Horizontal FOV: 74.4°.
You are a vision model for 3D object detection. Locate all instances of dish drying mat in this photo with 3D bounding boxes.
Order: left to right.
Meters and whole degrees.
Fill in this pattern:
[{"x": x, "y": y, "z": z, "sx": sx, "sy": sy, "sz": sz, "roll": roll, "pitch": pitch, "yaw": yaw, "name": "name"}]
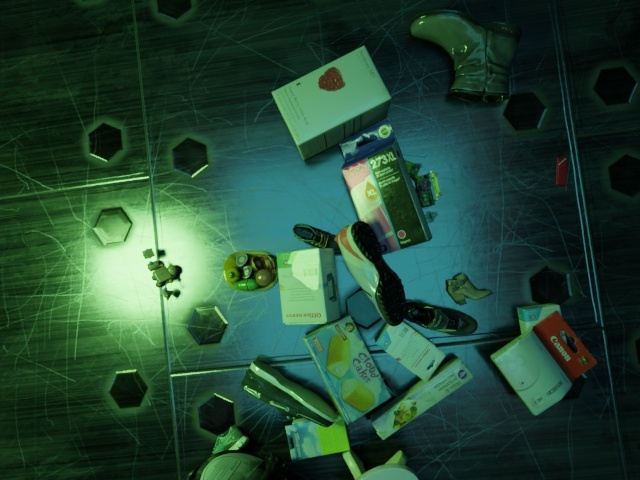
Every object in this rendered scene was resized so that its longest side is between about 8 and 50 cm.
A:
[{"x": 0.728, "y": -0.209, "z": 1.273, "sx": 0.032, "sy": 0.008, "sz": 0.084, "roll": 4, "pitch": 88, "yaw": 3, "name": "dish drying mat"}]

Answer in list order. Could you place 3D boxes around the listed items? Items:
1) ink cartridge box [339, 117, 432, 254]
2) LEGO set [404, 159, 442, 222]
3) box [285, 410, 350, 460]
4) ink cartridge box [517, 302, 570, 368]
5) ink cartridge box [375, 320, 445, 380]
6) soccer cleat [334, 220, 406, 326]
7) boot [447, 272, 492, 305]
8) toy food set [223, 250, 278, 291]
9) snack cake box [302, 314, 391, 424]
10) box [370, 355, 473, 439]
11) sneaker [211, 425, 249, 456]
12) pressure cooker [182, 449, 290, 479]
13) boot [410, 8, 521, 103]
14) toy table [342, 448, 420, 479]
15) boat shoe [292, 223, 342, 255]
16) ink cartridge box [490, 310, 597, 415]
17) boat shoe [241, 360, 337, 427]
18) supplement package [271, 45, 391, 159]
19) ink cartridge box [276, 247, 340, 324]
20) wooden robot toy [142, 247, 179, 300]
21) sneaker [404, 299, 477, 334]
[{"x": 0.179, "y": -0.149, "z": 1.234, "sx": 0.175, "sy": 0.069, "sz": 0.371, "roll": -20, "pitch": 88, "yaw": 30, "name": "ink cartridge box"}, {"x": 0.270, "y": -0.186, "z": 1.244, "sx": 0.132, "sy": 0.107, "sz": 0.287, "roll": -33, "pitch": 89, "yaw": -4, "name": "LEGO set"}, {"x": -0.007, "y": 0.586, "z": 1.267, "sx": 0.178, "sy": 0.042, "sz": 0.109, "roll": -12, "pitch": 86, "yaw": 3, "name": "box"}, {"x": 0.649, "y": 0.281, "z": 1.229, "sx": 0.104, "sy": 0.060, "sz": 0.180, "roll": -9, "pitch": 87, "yaw": 4, "name": "ink cartridge box"}, {"x": 0.265, "y": 0.317, "z": 1.252, "sx": 0.181, "sy": 0.061, "sz": 0.104, "roll": 37, "pitch": 91, "yaw": 5, "name": "ink cartridge box"}, {"x": 0.145, "y": 0.101, "z": 1.224, "sx": 0.108, "sy": 0.116, "sz": 0.319, "roll": -27, "pitch": 91, "yaw": -36, "name": "soccer cleat"}, {"x": 0.442, "y": 0.139, "z": 1.260, "sx": 0.118, "sy": 0.042, "sz": 0.087, "roll": -21, "pitch": 84, "yaw": 2, "name": "boot"}, {"x": -0.198, "y": 0.094, "z": 1.287, "sx": 0.217, "sy": 0.071, "sz": 0.128, "roll": -2, "pitch": 87, "yaw": 3, "name": "toy food set"}, {"x": 0.074, "y": 0.369, "z": 1.231, "sx": 0.152, "sy": 0.089, "sz": 0.265, "roll": -26, "pitch": 86, "yaw": -14, "name": "snack cake box"}, {"x": 0.294, "y": 0.462, "z": 1.242, "sx": 0.323, "sy": 0.067, "sz": 0.063, "roll": -35, "pitch": 87, "yaw": 1, "name": "box"}, {"x": -0.297, "y": 0.631, "z": 1.283, "sx": 0.166, "sy": 0.065, "sz": 0.076, "roll": -39, "pitch": 69, "yaw": -2, "name": "sneaker"}, {"x": -0.228, "y": 0.772, "z": 1.095, "sx": 0.375, "sy": 0.370, "sz": 0.421, "roll": 25, "pitch": 103, "yaw": -34, "name": "pressure cooker"}, {"x": 0.416, "y": -0.543, "z": 1.260, "sx": 0.337, "sy": 0.118, "sz": 0.223, "roll": 13, "pitch": 94, "yaw": 8, "name": "boot"}, {"x": 0.157, "y": 0.719, "z": 1.192, "sx": 0.274, "sy": 0.161, "sz": 0.252, "roll": -31, "pitch": 86, "yaw": 3, "name": "toy table"}, {"x": 0.000, "y": 0.000, "z": 1.272, "sx": 0.183, "sy": 0.083, "sz": 0.065, "roll": 19, "pitch": 89, "yaw": 4, "name": "boat shoe"}, {"x": 0.626, "y": 0.338, "z": 1.172, "sx": 0.232, "sy": 0.066, "sz": 0.189, "roll": -37, "pitch": 85, "yaw": 7, "name": "ink cartridge box"}, {"x": -0.095, "y": 0.472, "z": 1.250, "sx": 0.302, "sy": 0.114, "sz": 0.091, "roll": 29, "pitch": 89, "yaw": 16, "name": "boat shoe"}, {"x": 0.035, "y": -0.396, "z": 1.242, "sx": 0.292, "sy": 0.175, "sz": 0.178, "roll": -26, "pitch": 85, "yaw": 2, "name": "supplement package"}, {"x": -0.036, "y": 0.134, "z": 1.240, "sx": 0.154, "sy": 0.093, "sz": 0.213, "roll": -8, "pitch": 85, "yaw": 29, "name": "ink cartridge box"}, {"x": -0.486, "y": 0.097, "z": 1.321, "sx": 0.079, "sy": 0.076, "sz": 0.173, "roll": -27, "pitch": 85, "yaw": -33, "name": "wooden robot toy"}, {"x": 0.347, "y": 0.233, "z": 1.228, "sx": 0.234, "sy": 0.106, "sz": 0.078, "roll": 15, "pitch": 89, "yaw": 4, "name": "sneaker"}]
